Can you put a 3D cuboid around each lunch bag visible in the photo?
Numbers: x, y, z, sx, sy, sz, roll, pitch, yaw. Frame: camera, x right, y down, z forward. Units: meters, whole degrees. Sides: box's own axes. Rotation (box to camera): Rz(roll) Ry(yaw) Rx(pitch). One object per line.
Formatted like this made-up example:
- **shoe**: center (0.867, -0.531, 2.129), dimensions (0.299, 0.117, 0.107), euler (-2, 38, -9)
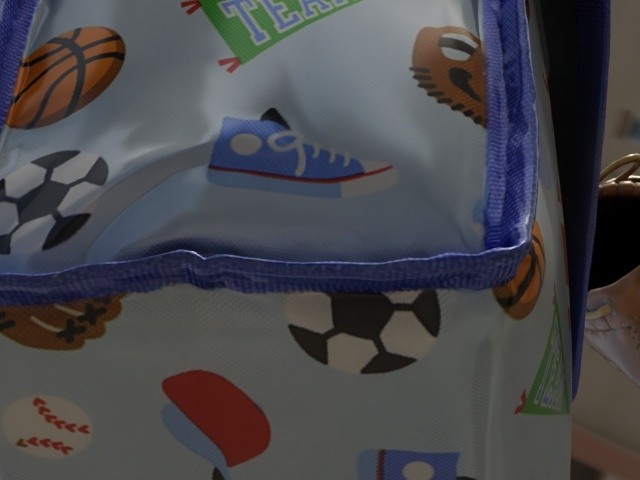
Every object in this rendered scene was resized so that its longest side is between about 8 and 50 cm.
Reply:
- **lunch bag**: center (0.000, 0.000, 0.777), dimensions (0.239, 0.385, 0.328), euler (-1, -50, 4)

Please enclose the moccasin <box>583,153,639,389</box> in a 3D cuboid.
- **moccasin**: center (0.204, 0.014, 1.263), dimensions (0.139, 0.380, 0.147), euler (-37, -80, 11)
